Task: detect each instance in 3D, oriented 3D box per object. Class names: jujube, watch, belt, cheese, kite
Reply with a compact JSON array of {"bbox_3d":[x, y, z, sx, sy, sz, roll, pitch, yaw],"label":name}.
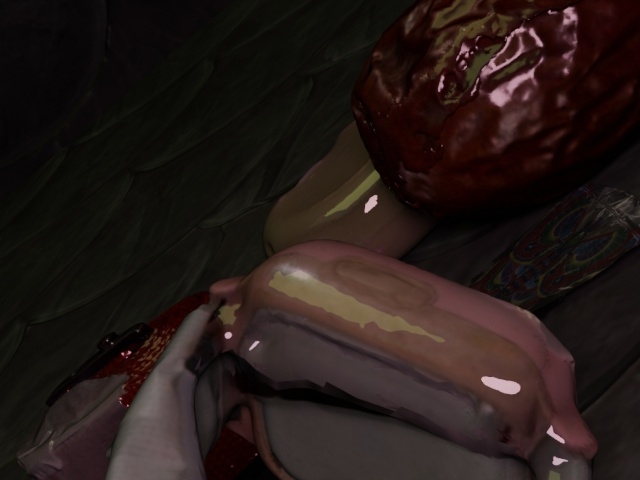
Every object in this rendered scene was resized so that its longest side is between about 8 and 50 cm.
[{"bbox_3d":[0.142,-0.115,1.224,0.243,0.183,0.183,-29,18,3],"label":"jujube"},{"bbox_3d":[0.006,0.143,0.799,0.253,0.161,0.241,20,46,28],"label":"watch"},{"bbox_3d":[-0.121,0.122,1.204,0.201,0.124,0.128,-38,13,26],"label":"belt"},{"bbox_3d":[0.000,0.000,1.356,0.286,0.082,0.163,-44,17,-11],"label":"cheese"},{"bbox_3d":[0.093,0.057,1.144,0.285,0.015,0.152,-35,15,4],"label":"kite"}]
